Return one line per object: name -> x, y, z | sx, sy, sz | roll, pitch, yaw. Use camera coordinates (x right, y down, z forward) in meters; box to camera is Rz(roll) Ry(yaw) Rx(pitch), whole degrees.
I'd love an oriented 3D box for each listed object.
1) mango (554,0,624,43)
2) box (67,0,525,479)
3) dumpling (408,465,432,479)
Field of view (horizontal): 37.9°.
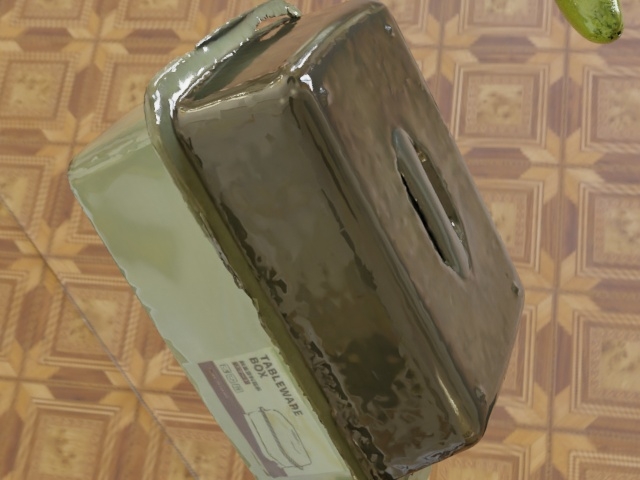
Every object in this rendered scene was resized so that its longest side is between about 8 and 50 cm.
mango -> 0.301, -0.293, 1.065 | 0.074, 0.091, 0.165 | -7, 60, -2
box -> 0.000, 0.000, 0.588 | 0.166, 0.220, 0.290 | -19, 110, 30
dumpling -> 0.041, 0.311, 1.266 | 0.320, 0.270, 0.212 | -34, 83, -30
